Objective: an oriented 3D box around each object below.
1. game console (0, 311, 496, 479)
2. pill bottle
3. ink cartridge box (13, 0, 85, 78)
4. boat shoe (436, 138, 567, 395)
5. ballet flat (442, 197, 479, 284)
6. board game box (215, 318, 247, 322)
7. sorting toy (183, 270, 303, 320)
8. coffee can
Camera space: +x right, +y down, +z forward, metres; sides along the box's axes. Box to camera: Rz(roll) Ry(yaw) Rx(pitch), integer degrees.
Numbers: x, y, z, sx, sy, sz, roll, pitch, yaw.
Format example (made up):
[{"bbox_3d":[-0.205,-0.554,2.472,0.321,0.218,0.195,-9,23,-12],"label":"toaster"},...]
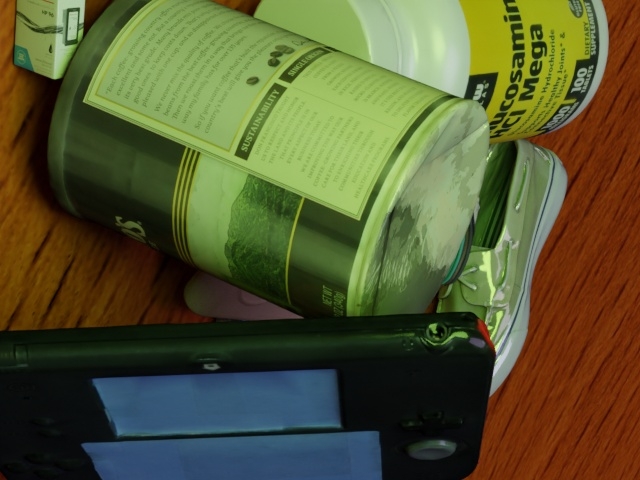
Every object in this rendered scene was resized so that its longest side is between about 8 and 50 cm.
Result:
[{"bbox_3d":[-0.068,0.135,1.254,0.342,0.386,0.060,84,3,-70],"label":"game console"},{"bbox_3d":[0.097,-0.171,1.477,0.334,0.188,0.188,-13,118,-47],"label":"pill bottle"},{"bbox_3d":[-0.201,-0.167,1.227,0.028,0.048,0.083,-16,120,-48],"label":"ink cartridge box"},{"bbox_3d":[0.171,0.029,1.761,0.094,0.109,0.302,29,74,-41],"label":"boat shoe"},{"bbox_3d":[0.135,-0.051,1.688,0.074,0.074,0.203,-32,128,-38],"label":"ballet flat"},{"bbox_3d":[-0.053,0.160,1.586,0.160,0.039,0.211,-2,110,-51],"label":"board game box"},{"bbox_3d":[0.000,0.000,1.470,0.208,0.038,0.193,13,125,-48],"label":"sorting toy"},{"bbox_3d":[-0.038,-0.060,1.258,0.201,0.275,0.201,-51,154,-36],"label":"coffee can"}]
